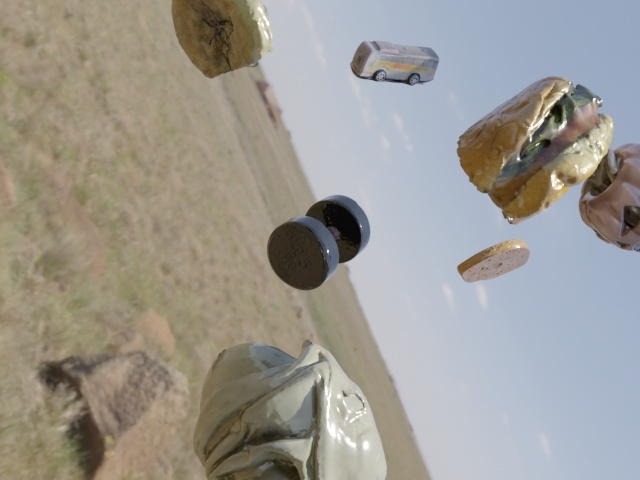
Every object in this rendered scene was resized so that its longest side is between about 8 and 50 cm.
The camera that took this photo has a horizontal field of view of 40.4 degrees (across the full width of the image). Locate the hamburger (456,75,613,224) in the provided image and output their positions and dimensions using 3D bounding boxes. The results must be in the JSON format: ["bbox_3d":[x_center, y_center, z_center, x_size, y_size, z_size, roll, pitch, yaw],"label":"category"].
[{"bbox_3d":[0.352,-0.164,1.381,0.162,0.209,0.330,53,23,-2],"label":"hamburger"}]

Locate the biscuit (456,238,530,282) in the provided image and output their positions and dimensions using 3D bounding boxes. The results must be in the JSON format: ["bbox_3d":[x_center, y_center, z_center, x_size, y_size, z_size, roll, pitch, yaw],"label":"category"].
[{"bbox_3d":[0.385,0.044,1.913,0.142,0.220,0.029,-51,-124,44],"label":"biscuit"}]

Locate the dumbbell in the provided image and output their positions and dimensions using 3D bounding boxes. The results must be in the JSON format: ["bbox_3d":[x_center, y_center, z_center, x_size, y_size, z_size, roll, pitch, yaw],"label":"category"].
[{"bbox_3d":[0.000,0.000,1.880,0.218,0.152,0.153,-35,106,-55],"label":"dumbbell"}]

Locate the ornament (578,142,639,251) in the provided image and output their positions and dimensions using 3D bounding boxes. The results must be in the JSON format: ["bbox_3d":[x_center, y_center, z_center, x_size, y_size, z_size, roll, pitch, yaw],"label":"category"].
[{"bbox_3d":[0.504,-0.074,1.410,0.177,0.177,0.178,157,-90,-89],"label":"ornament"}]

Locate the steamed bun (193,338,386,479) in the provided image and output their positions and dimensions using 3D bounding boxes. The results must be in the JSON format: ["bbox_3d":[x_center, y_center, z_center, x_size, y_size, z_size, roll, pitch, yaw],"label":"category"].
[{"bbox_3d":[-0.071,0.339,1.408,0.219,0.309,0.324,-38,117,-60],"label":"steamed bun"}]

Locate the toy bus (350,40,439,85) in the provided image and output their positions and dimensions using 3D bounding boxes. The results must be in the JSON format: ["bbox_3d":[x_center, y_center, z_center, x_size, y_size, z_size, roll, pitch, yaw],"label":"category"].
[{"bbox_3d":[0.146,-0.347,1.696,0.057,0.172,0.072,62,-38,43],"label":"toy bus"}]

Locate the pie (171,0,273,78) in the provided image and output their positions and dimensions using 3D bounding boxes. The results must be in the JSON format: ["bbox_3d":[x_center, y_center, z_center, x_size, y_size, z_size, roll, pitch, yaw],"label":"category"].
[{"bbox_3d":[-0.156,-0.332,1.281,0.218,0.052,0.185,-5,-67,58],"label":"pie"}]
